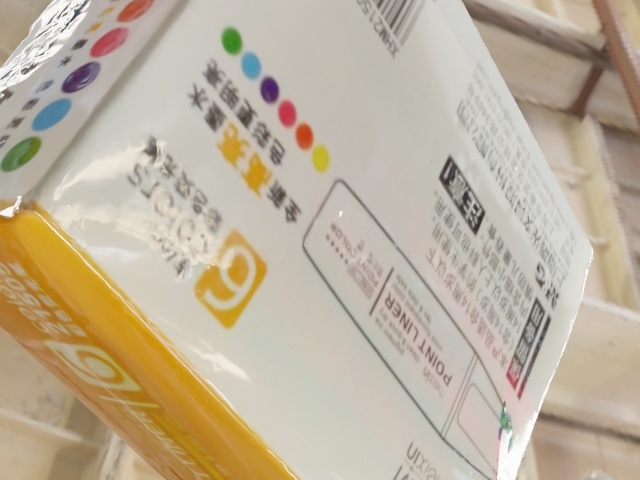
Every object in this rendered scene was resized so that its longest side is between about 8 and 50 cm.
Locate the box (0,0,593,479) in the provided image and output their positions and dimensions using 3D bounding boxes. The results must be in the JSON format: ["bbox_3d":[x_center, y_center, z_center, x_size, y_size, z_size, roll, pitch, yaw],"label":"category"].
[{"bbox_3d":[0.000,0.000,0.450,0.091,0.274,0.221,-2,-134,41],"label":"box"}]
